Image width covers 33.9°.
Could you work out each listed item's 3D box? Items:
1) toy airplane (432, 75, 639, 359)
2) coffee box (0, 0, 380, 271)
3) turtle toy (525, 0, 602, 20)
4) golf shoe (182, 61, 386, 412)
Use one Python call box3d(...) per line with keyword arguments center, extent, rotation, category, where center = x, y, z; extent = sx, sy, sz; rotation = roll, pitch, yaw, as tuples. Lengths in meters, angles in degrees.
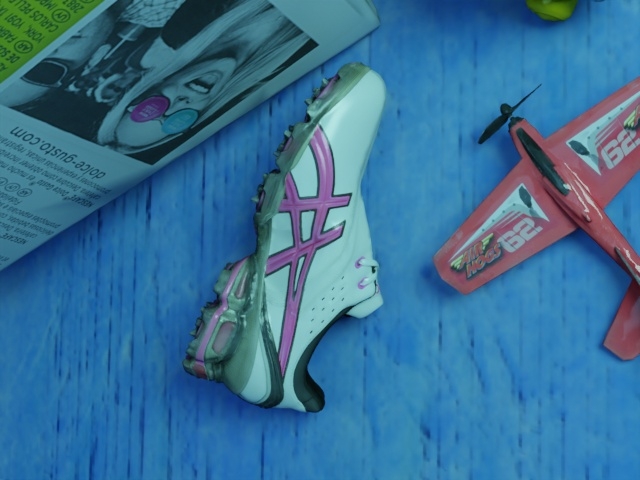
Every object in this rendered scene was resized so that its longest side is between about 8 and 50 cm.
box3d(center=(0.132, -0.009, 0.494), extent=(0.151, 0.028, 0.151), rotation=(-2, 86, 29), category="toy airplane")
box3d(center=(-0.228, -0.202, 0.492), extent=(0.334, 0.338, 0.338), rotation=(-32, 71, 9), category="coffee box")
box3d(center=(0.102, -0.154, 0.470), extent=(0.066, 0.130, 0.095), rotation=(37, 110, 57), category="turtle toy")
box3d(center=(0.000, 0.000, 0.551), extent=(0.086, 0.067, 0.186), rotation=(24, 98, 1), category="golf shoe")
